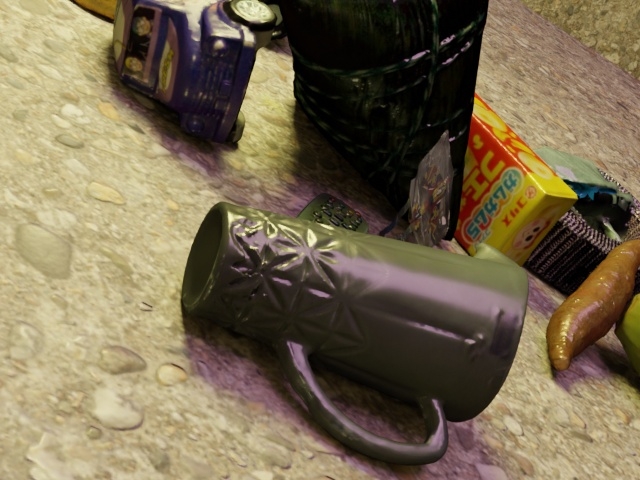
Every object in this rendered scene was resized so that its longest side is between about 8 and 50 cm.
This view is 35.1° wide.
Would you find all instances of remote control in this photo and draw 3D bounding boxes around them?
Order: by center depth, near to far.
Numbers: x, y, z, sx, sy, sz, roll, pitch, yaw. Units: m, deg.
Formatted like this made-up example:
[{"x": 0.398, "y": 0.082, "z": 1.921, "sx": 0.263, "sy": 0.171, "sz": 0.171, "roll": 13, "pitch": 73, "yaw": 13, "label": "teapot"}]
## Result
[{"x": 0.000, "y": 0.000, "z": 1.074, "sx": 0.072, "sy": 0.042, "sz": 0.222, "roll": 37, "pitch": 24, "yaw": 2, "label": "remote control"}]

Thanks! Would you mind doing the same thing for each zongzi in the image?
[{"x": 0.048, "y": -0.214, "z": 1.196, "sx": 0.362, "sy": 0.383, "sz": 0.319, "roll": -21, "pitch": 52, "yaw": -42, "label": "zongzi"}]

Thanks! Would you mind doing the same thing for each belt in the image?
[{"x": 0.388, "y": -0.022, "z": 1.510, "sx": 0.325, "sy": 0.122, "sz": 0.260, "roll": 11, "pitch": 42, "yaw": -38, "label": "belt"}]

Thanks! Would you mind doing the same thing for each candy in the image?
[{"x": 0.205, "y": -0.098, "z": 1.380, "sx": 0.088, "sy": 0.146, "sz": 0.276, "roll": 3, "pitch": 42, "yaw": -47, "label": "candy"}]

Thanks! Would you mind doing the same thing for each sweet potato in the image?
[{"x": 0.357, "y": 0.082, "z": 1.294, "sx": 0.066, "sy": 0.072, "sz": 0.314, "roll": 7, "pitch": 30, "yaw": 40, "label": "sweet potato"}]

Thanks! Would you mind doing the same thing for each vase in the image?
[{"x": 0.031, "y": 0.068, "z": 0.905, "sx": 0.301, "sy": 0.156, "sz": 0.251, "roll": 19, "pitch": 55, "yaw": -21, "label": "vase"}]

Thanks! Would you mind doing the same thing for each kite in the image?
[{"x": 0.108, "y": -0.020, "z": 1.146, "sx": 0.015, "sy": 0.141, "sz": 0.245, "roll": 7, "pitch": 33, "yaw": 25, "label": "kite"}]

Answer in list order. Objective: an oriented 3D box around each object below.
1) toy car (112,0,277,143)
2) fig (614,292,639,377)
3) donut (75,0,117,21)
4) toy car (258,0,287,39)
[{"x": -0.152, "y": -0.227, "z": 1.152, "sx": 0.158, "sy": 0.172, "sz": 0.235, "roll": 5, "pitch": 39, "yaw": -22, "label": "toy car"}, {"x": 0.500, "y": 0.145, "z": 1.278, "sx": 0.230, "sy": 0.207, "sz": 0.207, "roll": 5, "pitch": 34, "yaw": -13, "label": "fig"}, {"x": -0.268, "y": -0.336, "z": 1.294, "sx": 0.152, "sy": 0.058, "sz": 0.152, "roll": 27, "pitch": 29, "yaw": -16, "label": "donut"}, {"x": -0.068, "y": -0.437, "z": 1.508, "sx": 0.188, "sy": 0.190, "sz": 0.255, "roll": -111, "pitch": 176, "yaw": -51, "label": "toy car"}]
